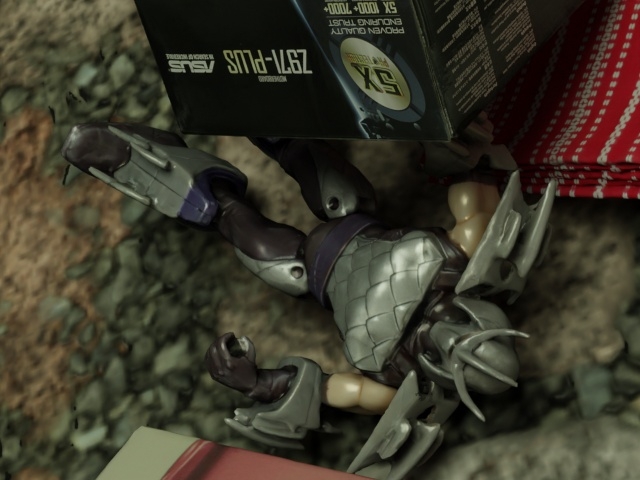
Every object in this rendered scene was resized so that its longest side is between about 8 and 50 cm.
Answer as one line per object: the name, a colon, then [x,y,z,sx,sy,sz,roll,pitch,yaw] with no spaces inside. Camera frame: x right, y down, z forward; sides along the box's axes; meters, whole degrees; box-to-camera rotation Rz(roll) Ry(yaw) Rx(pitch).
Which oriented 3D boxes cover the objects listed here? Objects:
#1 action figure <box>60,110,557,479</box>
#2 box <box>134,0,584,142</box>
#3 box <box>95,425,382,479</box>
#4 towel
action figure: [0.000,0.000,0.920,0.185,0.099,0.285,-54,47,3]
box: [0.030,-0.121,0.875,0.147,0.077,0.180,3,34,35]
box: [-0.004,0.182,0.761,0.232,0.127,0.148,8,47,38]
towel: [0.170,-0.110,0.884,0.275,0.031,0.199,4,68,50]
